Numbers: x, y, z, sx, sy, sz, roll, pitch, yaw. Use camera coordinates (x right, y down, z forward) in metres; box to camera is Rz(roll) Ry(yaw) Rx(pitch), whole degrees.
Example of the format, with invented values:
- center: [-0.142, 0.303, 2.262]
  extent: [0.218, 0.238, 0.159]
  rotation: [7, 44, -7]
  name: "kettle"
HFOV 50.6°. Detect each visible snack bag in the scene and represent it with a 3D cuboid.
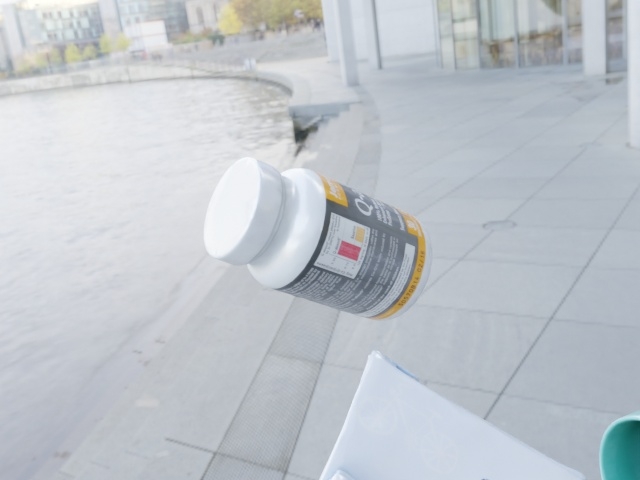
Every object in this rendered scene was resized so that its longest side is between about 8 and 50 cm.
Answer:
- center: [0.141, 0.317, 0.702]
  extent: [0.323, 0.037, 0.342]
  rotation: [31, 49, -1]
  name: "snack bag"

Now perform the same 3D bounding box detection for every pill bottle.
- center: [0.000, 0.000, 0.892]
  extent: [0.278, 0.162, 0.162]
  rotation: [21, -1, -33]
  name: "pill bottle"

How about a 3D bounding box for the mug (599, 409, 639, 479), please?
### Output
- center: [0.297, 0.191, 0.498]
  extent: [0.097, 0.129, 0.157]
  rotation: [-13, 60, -19]
  name: "mug"
